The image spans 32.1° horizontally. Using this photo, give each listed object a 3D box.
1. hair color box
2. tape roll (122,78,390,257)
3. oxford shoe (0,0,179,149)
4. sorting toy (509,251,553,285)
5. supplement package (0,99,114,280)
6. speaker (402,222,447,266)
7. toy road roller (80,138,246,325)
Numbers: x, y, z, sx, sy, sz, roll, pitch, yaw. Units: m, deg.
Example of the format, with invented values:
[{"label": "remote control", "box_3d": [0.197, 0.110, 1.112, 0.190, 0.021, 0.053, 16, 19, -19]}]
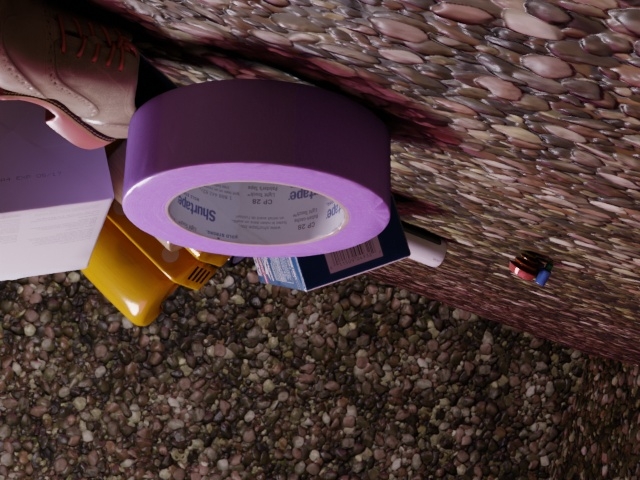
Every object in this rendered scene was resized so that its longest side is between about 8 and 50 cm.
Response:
[{"label": "hair color box", "box_3d": [0.000, 0.000, 1.769, 0.173, 0.105, 0.347, -18, -176, -14]}, {"label": "tape roll", "box_3d": [-0.064, -0.066, 1.153, 0.274, 0.090, 0.275, 2, 161, 1]}, {"label": "oxford shoe", "box_3d": [-0.246, -0.191, 1.070, 0.130, 0.123, 0.348, -10, 166, 17]}, {"label": "sorting toy", "box_3d": [0.343, 0.040, 1.783, 0.061, 0.042, 0.102, 34, -165, 24]}, {"label": "supplement package", "box_3d": [-0.386, -0.081, 1.369, 0.199, 0.198, 0.263, -9, 164, -21]}, {"label": "speaker", "box_3d": [0.153, 0.002, 1.964, 0.136, 0.055, 0.055, 21, 175, -23]}, {"label": "toy road roller", "box_3d": [-0.227, -0.011, 1.525, 0.202, 0.240, 0.329, 43, 179, 10]}]
